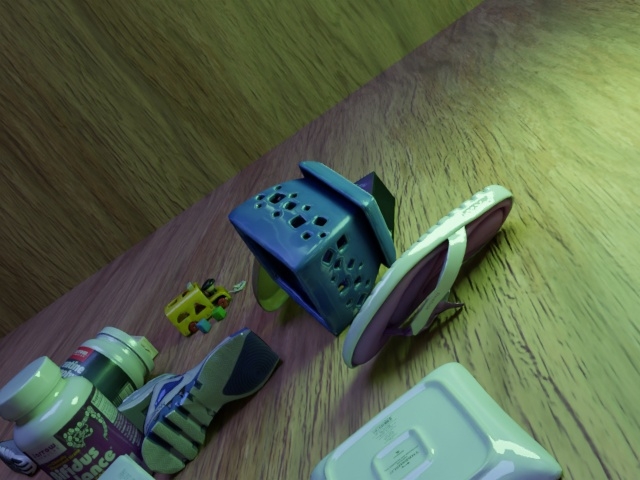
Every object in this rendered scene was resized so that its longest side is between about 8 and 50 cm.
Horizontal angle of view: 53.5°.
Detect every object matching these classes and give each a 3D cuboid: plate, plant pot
[{"bbox_3d":[0.110,0.281,0.785,0.277,0.045,0.278,-39,19,-1],"label":"plate"},{"bbox_3d":[0.000,0.000,1.223,0.212,0.236,0.236,-43,48,-11],"label":"plant pot"},{"bbox_3d":[-0.093,0.044,1.436,0.032,0.236,0.236,17,47,22],"label":"plant pot"}]

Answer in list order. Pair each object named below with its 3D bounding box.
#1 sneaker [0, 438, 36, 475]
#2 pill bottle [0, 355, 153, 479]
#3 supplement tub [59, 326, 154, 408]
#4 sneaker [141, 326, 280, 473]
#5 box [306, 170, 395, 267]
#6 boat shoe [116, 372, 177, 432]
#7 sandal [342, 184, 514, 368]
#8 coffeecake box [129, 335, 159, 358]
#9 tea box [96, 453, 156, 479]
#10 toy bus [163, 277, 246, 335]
[{"bbox_3d":[-0.786,0.555,1.721,0.228,0.086,0.132,-3,34,43],"label":"sneaker"},{"bbox_3d":[-0.469,0.370,1.217,0.169,0.302,0.169,-33,20,14],"label":"pill bottle"},{"bbox_3d":[-0.561,0.367,1.560,0.191,0.191,0.272,-16,29,47],"label":"supplement tub"},{"bbox_3d":[-0.247,0.293,1.265,0.315,0.127,0.182,-46,23,-17],"label":"sneaker"},{"bbox_3d":[0.072,-0.033,1.486,0.184,0.103,0.261,-33,20,22],"label":"box"},{"bbox_3d":[-0.410,0.384,1.442,0.227,0.079,0.081,-36,11,-14],"label":"boat shoe"},{"bbox_3d":[0.197,0.060,1.031,0.102,0.169,0.416,36,70,29],"label":"sandal"},{"bbox_3d":[-0.561,0.356,1.773,0.142,0.068,0.185,-9,35,53],"label":"coffeecake box"},{"bbox_3d":[-0.213,0.458,0.686,0.323,0.220,0.329,-49,22,-27],"label":"tea box"},{"bbox_3d":[-0.335,0.164,1.751,0.190,0.104,0.202,-23,24,35],"label":"toy bus"}]
